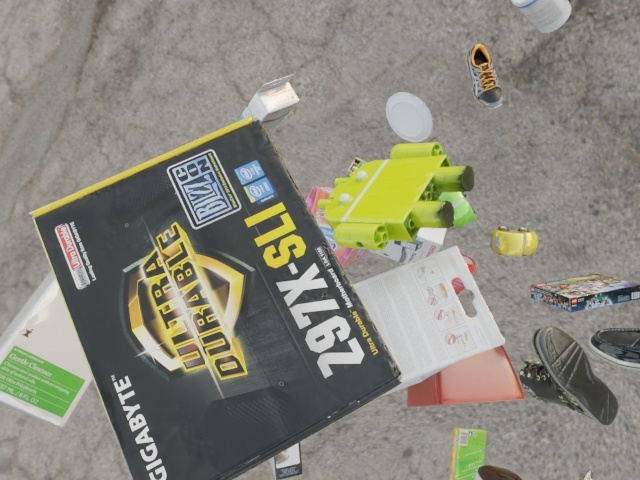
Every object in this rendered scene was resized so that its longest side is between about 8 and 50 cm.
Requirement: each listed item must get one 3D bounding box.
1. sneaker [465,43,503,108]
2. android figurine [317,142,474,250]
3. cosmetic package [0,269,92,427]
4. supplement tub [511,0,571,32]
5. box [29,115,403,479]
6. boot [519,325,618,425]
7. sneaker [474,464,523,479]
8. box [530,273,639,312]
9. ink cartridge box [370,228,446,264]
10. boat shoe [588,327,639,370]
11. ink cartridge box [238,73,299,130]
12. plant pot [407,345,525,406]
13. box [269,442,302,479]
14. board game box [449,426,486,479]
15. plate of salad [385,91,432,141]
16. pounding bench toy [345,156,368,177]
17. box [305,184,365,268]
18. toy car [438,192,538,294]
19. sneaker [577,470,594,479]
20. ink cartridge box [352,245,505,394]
[{"bbox_3d":[0.516,-0.518,1.472,0.084,0.083,0.214,-22,83,8],"label":"sneaker"},{"bbox_3d":[0.113,-0.078,0.798,0.273,0.056,0.248,8,51,45],"label":"android figurine"},{"bbox_3d":[-0.587,0.206,1.069,0.155,0.197,0.365,-15,44,45],"label":"cosmetic package"},{"bbox_3d":[0.428,-0.463,0.906,0.071,0.107,0.070,-31,48,41],"label":"supplement tub"},{"bbox_3d":[-0.108,0.061,0.481,0.257,0.079,0.321,-26,75,-11],"label":"box"},{"bbox_3d":[0.470,0.270,0.966,0.085,0.236,0.179,-44,9,-17],"label":"boot"},{"bbox_3d":[0.361,0.559,0.946,0.106,0.290,0.122,9,90,18],"label":"sneaker"},{"bbox_3d":[0.755,0.147,1.338,0.159,0.233,0.044,-151,54,-74],"label":"box"},{"bbox_3d":[0.356,-0.013,1.965,0.290,0.211,0.121,19,54,6],"label":"ink cartridge box"},{"bbox_3d":[1.015,0.289,1.340,0.500,0.187,0.155,-11,100,67],"label":"boat shoe"},{"bbox_3d":[-0.059,-0.159,0.556,0.028,0.048,0.083,59,149,-2],"label":"ink cartridge box"},{"bbox_3d":[0.421,0.385,1.448,0.268,0.267,0.235,0,69,-10],"label":"plant pot"},{"bbox_3d":[-0.124,0.554,1.440,0.169,0.087,0.289,-162,67,-73],"label":"box"},{"bbox_3d":[0.511,0.792,1.627,0.039,0.124,0.259,158,123,-64],"label":"board game box"},{"bbox_3d":[0.326,-0.450,1.697,0.200,0.199,0.048,24,54,35],"label":"plate of salad"},{"bbox_3d":[0.121,-0.231,1.485,0.052,0.083,0.065,29,74,5],"label":"pounding bench toy"},{"bbox_3d":[0.057,-0.039,1.163,0.154,0.300,0.142,33,103,11],"label":"box"},{"bbox_3d":[0.324,-0.015,1.006,0.239,0.053,0.224,-31,97,12],"label":"toy car"},{"bbox_3d":[0.718,0.661,1.276,0.031,0.083,0.035,59,149,-6],"label":"sneaker"},{"bbox_3d":[0.151,0.130,0.759,0.225,0.056,0.180,-22,61,6],"label":"ink cartridge box"}]
